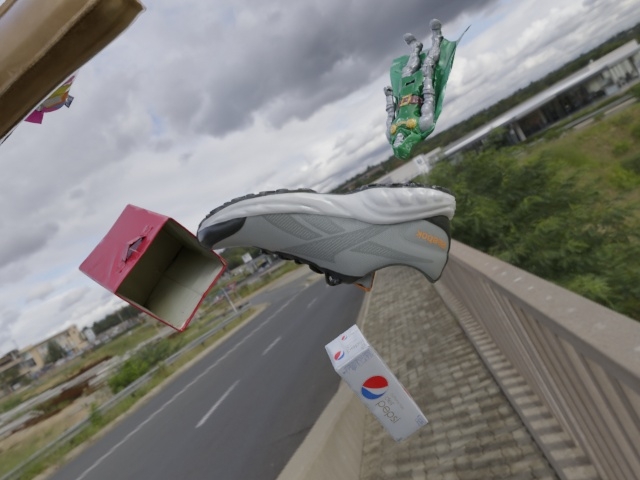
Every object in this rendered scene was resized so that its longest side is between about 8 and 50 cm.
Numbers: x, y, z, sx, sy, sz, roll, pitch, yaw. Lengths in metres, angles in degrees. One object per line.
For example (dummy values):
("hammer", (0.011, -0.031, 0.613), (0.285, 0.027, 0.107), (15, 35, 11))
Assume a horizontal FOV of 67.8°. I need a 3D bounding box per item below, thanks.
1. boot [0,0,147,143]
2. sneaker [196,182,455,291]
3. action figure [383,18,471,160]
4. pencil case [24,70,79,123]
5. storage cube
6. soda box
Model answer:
("boot", (-0.289, -0.161, 0.441), (0.269, 0.236, 0.089), (-43, -39, 6))
("sneaker", (0.000, 0.000, 0.490), (0.271, 0.108, 0.100), (-1, 1, 11))
("action figure", (0.136, -0.212, 0.684), (0.137, 0.063, 0.232), (-14, 53, 45))
("pencil case", (-0.358, -0.260, 0.632), (0.236, 0.104, 0.104), (-32, 0, 44))
("storage cube", (-0.362, 0.054, 1.033), (0.193, 0.215, 0.184), (15, 68, 43))
("soda box", (0.099, 0.251, 0.824), (0.069, 0.216, 0.074), (-36, 25, 0))
